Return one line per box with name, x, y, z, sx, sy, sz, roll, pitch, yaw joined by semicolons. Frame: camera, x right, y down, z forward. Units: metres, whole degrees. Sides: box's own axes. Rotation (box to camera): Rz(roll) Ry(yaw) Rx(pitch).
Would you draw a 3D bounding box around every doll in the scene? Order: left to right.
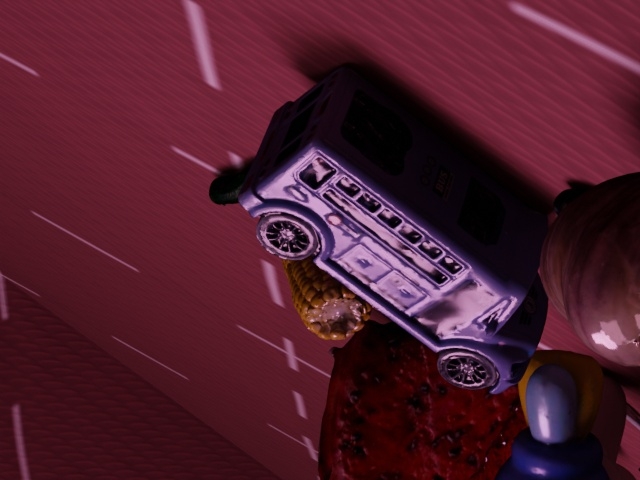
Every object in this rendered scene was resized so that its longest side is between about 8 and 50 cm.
doll;0.202;0.270;1.578;0.187;0.376;0.365;-12;157;10

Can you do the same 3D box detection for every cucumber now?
cucumber;-0.085;-0.055;1.806;0.033;0.036;0.184;27;166;-17

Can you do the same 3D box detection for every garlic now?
garlic;0.261;0.019;1.139;0.245;0.160;0.245;13;177;1

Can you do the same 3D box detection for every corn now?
corn;0.000;0.000;1.546;0.080;0.080;0.238;39;-158;-27

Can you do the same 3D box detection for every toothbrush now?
toothbrush;0.361;0.214;1.846;0.017;0.014;0.162;-12;138;42

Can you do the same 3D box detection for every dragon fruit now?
dragon fruit;0.126;0.287;1.970;0.286;0.329;0.228;17;167;39

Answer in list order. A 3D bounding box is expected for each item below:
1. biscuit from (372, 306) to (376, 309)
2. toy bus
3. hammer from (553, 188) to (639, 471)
biscuit;0.011;0.025;1.894;0.206;0.025;0.126;37;165;-19
toy bus;0.085;-0.006;1.426;0.292;0.125;0.133;37;137;-17
hammer;0.291;0.107;1.459;0.152;0.044;0.427;19;150;42
